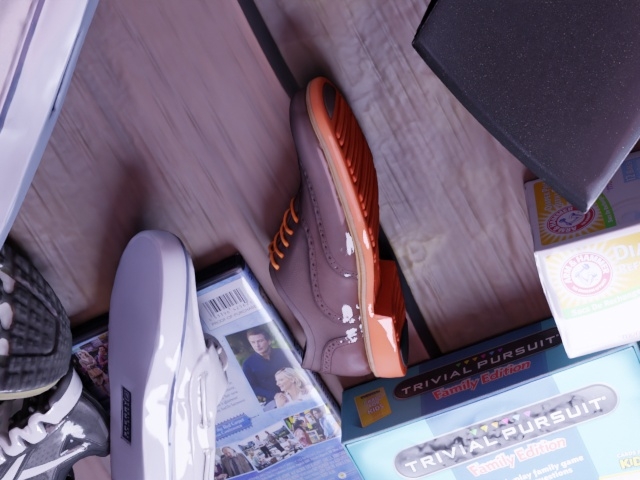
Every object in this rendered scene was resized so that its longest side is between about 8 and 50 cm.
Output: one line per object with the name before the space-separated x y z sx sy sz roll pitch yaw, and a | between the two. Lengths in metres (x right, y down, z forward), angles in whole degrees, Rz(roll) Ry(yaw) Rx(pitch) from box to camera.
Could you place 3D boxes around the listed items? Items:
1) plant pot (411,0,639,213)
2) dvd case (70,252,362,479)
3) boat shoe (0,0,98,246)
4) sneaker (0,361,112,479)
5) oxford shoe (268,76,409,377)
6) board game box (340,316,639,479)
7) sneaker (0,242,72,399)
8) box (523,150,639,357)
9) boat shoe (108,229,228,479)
plant pot | 0.172 -0.166 1.405 0.167 0.187 0.188 31 118 -4
dvd case | -0.085 0.144 1.679 0.180 0.022 0.253 -24 118 15
boat shoe | -0.271 -0.109 1.450 0.156 0.136 0.367 21 108 -4
sneaker | -0.262 0.192 1.673 0.234 0.078 0.106 -33 121 24
oxford shoe | 0.000 0.000 1.551 0.098 0.097 0.271 -6 121 11
board game box | 0.199 0.232 1.695 0.254 0.079 0.336 -20 119 13
sneaker | -0.404 0.063 1.597 0.410 0.158 0.182 10 152 -8
box | 0.268 -0.003 1.532 0.203 0.114 0.103 -15 119 11
boat shoe | -0.118 0.107 1.603 0.084 0.095 0.258 -9 120 -30
